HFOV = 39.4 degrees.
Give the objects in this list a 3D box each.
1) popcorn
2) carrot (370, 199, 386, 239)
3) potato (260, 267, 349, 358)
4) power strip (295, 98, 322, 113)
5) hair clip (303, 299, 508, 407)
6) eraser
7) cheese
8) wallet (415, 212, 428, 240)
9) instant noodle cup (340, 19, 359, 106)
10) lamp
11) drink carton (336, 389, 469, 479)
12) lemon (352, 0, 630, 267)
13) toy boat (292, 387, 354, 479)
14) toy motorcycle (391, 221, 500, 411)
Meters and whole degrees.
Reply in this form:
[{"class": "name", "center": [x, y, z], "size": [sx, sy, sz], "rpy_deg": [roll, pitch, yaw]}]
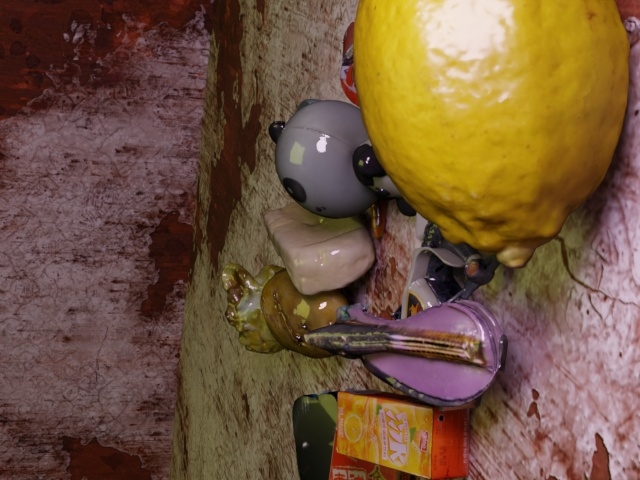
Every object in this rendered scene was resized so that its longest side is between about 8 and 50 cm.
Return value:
[{"class": "popcorn", "center": [-0.131, 0.138, 1.918], "size": [0.198, 0.212, 0.198], "rpy_deg": [-43, 24, 24]}, {"class": "carrot", "center": [0.096, -0.096, 1.483], "size": [0.037, 0.037, 0.190], "rpy_deg": [178, 90, -72]}, {"class": "potato", "center": [-0.031, 0.130, 1.669], "size": [0.173, 0.140, 0.300], "rpy_deg": [63, 167, -10]}, {"class": "power strip", "center": [-0.013, -0.214, 1.819], "size": [0.216, 0.044, 0.137], "rpy_deg": [-123, 40, -62]}, {"class": "hair clip", "center": [0.108, 0.137, 1.127], "size": [0.358, 0.095, 0.110], "rpy_deg": [0, 63, 54]}, {"class": "eraser", "center": [0.074, 0.377, 1.394], "size": [0.157, 0.038, 0.230], "rpy_deg": [16, 102, 53]}, {"class": "cheese", "center": [0.001, 0.002, 1.576], "size": [0.263, 0.159, 0.093], "rpy_deg": [-122, 9, -62]}, {"class": "wallet", "center": [0.167, -0.040, 1.258], "size": [0.122, 0.025, 0.061], "rpy_deg": [145, 132, -69]}, {"class": "instant noodle cup", "center": [0.085, -0.290, 1.414], "size": [0.136, 0.127, 0.127], "rpy_deg": [-99, 19, -54]}, {"class": "lamp", "center": [0.042, -0.119, 1.372], "size": [0.243, 0.197, 0.198], "rpy_deg": [16, 105, 45]}, {"class": "drink carton", "center": [0.110, 0.266, 1.246], "size": [0.222, 0.071, 0.096], "rpy_deg": [-6, 82, 57]}, {"class": "lemon", "center": [0.169, -0.159, 0.884], "size": [0.316, 0.285, 0.285], "rpy_deg": [50, 146, 17]}, {"class": "toy boat", "center": [0.036, 0.407, 1.531], "size": [0.134, 0.092, 0.299], "rpy_deg": [-14, 80, 40]}, {"class": "toy motorcycle", "center": [0.167, 0.068, 1.149], "size": [0.157, 0.090, 0.263], "rpy_deg": [-136, 48, -57]}]
